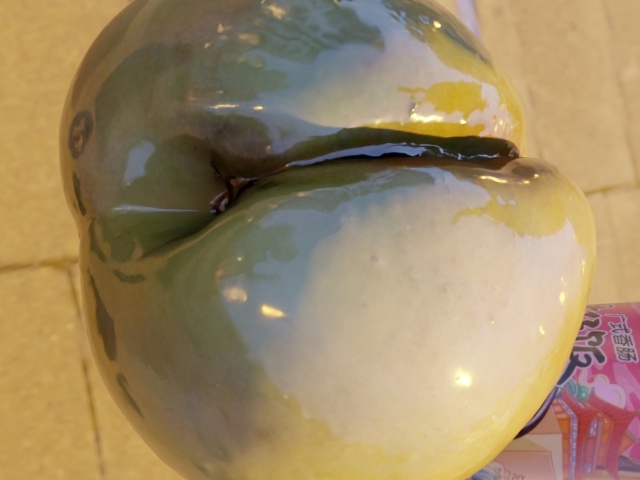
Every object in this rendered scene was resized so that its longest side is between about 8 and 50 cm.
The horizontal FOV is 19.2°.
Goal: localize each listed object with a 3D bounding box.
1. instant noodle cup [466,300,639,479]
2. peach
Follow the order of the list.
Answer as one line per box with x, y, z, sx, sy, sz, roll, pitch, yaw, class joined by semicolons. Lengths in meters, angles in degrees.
0.165;0.141;1.211;0.302;0.181;0.258;83;9;-54;instant noodle cup
0.000;-0.001;0.966;0.292;0.247;0.292;52;14;-19;peach
